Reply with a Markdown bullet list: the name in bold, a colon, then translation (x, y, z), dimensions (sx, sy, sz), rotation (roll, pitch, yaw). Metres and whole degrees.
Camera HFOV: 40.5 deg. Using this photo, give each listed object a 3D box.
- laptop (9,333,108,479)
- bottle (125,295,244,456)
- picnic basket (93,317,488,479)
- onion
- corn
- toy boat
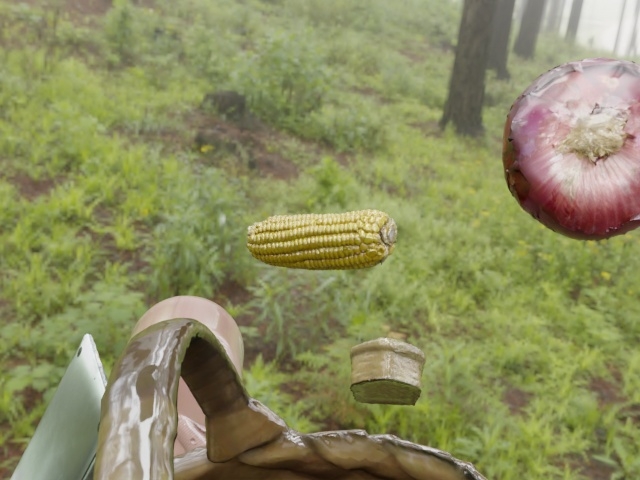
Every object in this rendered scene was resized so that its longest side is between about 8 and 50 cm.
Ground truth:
- **laptop**: translation (-0.313, 0.263, 1.018), dimensions (0.015, 0.269, 0.187), rotation (21, 16, -33)
- **bottle**: translation (-0.178, 0.197, 1.179), dimensions (0.173, 0.206, 0.297), rotation (-39, 9, 0)
- **picnic basket**: translation (-0.042, 0.196, 0.432), dimensions (0.337, 0.337, 0.293), rotation (4, 41, -9)
- **onion**: translation (0.228, -0.069, 0.723), dimensions (0.150, 0.150, 0.140), rotation (15, -5, 22)
- **corn**: translation (0.000, 0.000, 0.519), dimensions (0.092, 0.037, 0.037), rotation (2, 16, 25)
- **toy boat**: translation (0.100, 0.201, 1.307), dimensions (0.116, 0.061, 0.188), rotation (4, -23, 7)
